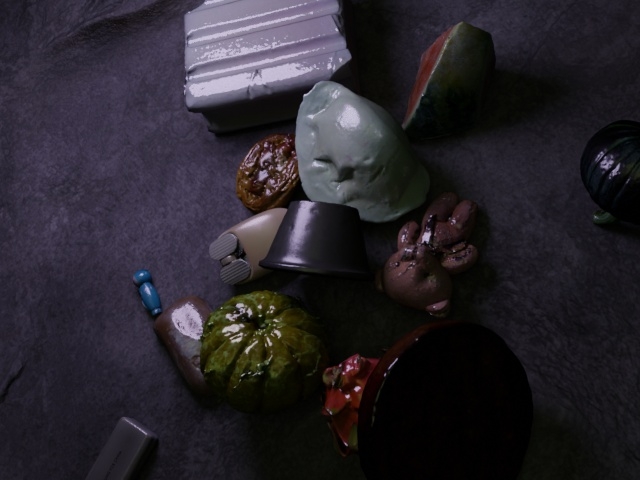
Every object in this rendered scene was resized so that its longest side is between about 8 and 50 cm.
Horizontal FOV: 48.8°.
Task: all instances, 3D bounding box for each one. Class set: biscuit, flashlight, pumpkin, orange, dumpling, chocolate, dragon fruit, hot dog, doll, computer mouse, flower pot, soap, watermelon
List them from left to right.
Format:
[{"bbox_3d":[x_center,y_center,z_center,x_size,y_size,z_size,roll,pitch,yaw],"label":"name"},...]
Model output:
[{"bbox_3d":[-0.437,0.133,1.797,0.051,0.051,0.129,-32,71,4],"label":"flashlight"},{"bbox_3d":[-0.305,0.247,1.707,0.161,0.083,0.261,-42,67,-2],"label":"chocolate"},{"bbox_3d":[-0.152,0.014,1.723,0.236,0.082,0.145,-24,86,6],"label":"computer mouse"},{"bbox_3d":[-0.133,0.250,1.570,0.300,0.223,0.301,-23,49,-32],"label":"orange"},{"bbox_3d":[-0.125,-0.489,1.811,0.435,0.213,0.350,-11,73,12],"label":"soap"},{"bbox_3d":[-0.114,-0.172,1.774,0.160,0.099,0.227,27,79,16],"label":"hot dog"},{"bbox_3d":[0.000,0.000,1.581,0.269,0.269,0.166,7,90,17],"label":"flower pot"},{"bbox_3d":[0.104,-0.201,1.669,0.320,0.211,0.270,49,133,36],"label":"dumpling"},{"bbox_3d":[0.102,0.350,1.492,0.224,0.224,0.227,-32,84,4],"label":"dragon fruit"},{"bbox_3d":[0.249,0.011,1.590,0.201,0.156,0.303,21,76,26],"label":"doll"},{"bbox_3d":[0.247,0.359,1.398,0.091,0.407,0.407,1,68,61],"label":"biscuit"},{"bbox_3d":[0.298,-0.386,1.686,0.193,0.232,0.310,18,124,18],"label":"watermelon"},{"bbox_3d":[0.660,-0.116,1.494,0.248,0.248,0.248,-4,73,14],"label":"pumpkin"}]

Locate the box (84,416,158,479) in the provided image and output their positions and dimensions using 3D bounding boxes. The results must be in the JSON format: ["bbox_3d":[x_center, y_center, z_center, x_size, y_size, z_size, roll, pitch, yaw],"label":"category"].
[{"bbox_3d":[-0.489,0.550,1.680,0.103,0.055,0.244,26,82,21],"label":"box"}]
